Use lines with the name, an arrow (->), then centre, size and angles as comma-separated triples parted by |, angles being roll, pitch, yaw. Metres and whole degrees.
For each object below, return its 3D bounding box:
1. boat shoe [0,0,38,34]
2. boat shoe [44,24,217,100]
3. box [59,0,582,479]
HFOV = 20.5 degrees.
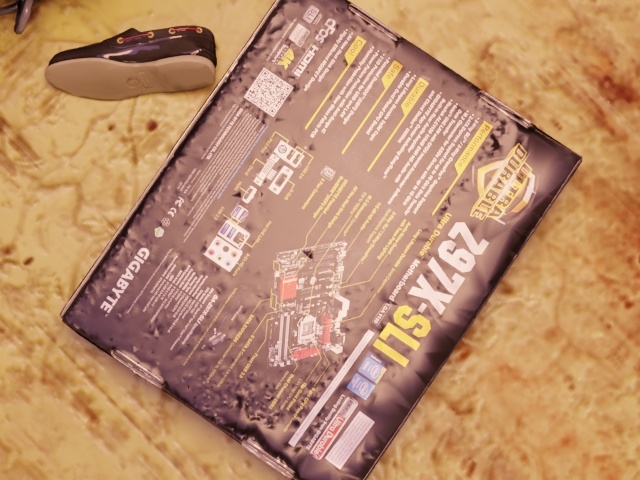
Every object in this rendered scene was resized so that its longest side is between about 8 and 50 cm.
boat shoe -> -0.223, -0.238, 1.277 | 0.500, 0.187, 0.156 | -37, 118, 12
boat shoe -> -0.144, -0.137, 1.353 | 0.133, 0.049, 0.042 | -5, 58, 7
box -> 0.000, 0.000, 1.325 | 0.257, 0.079, 0.322 | 34, 87, 1
